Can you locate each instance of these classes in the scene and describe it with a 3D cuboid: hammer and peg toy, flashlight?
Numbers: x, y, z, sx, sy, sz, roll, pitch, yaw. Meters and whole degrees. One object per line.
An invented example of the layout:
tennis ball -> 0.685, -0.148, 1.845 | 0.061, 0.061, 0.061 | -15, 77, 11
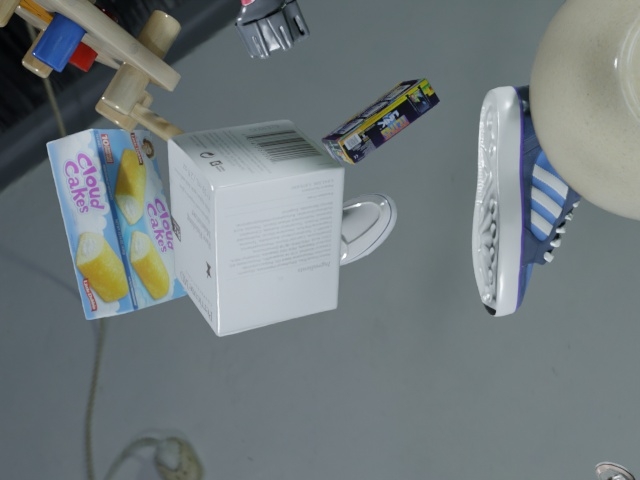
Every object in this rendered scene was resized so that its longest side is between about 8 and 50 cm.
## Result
hammer and peg toy -> -0.276, -0.244, 1.091 | 0.266, 0.361, 0.127 | 26, 84, 41
flashlight -> -0.129, -0.404, 1.330 | 0.103, 0.304, 0.103 | -39, 31, -26

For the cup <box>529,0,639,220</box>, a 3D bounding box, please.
cup -> 0.403, -0.179, 1.051 | 0.331, 0.237, 0.331 | 1, 94, 12

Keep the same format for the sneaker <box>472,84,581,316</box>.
sneaker -> 0.340, -0.057, 1.293 | 0.236, 0.130, 0.322 | -1, 98, -8

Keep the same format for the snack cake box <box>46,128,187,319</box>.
snack cake box -> -0.297, -0.028, 1.397 | 0.089, 0.152, 0.264 | -13, 91, 25

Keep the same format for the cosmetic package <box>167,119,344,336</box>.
cosmetic package -> -0.075, -0.018, 1.062 | 0.151, 0.183, 0.151 | -11, 31, -24

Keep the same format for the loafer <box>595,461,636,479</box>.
loafer -> 0.466, 0.383, 1.450 | 0.045, 0.125, 0.039 | -30, 34, 31

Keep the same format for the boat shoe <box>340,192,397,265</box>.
boat shoe -> 0.000, 0.000, 1.563 | 0.268, 0.088, 0.096 | -25, 78, 17

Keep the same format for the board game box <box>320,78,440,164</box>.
board game box -> 0.093, -0.190, 1.513 | 0.170, 0.141, 0.048 | -36, 101, -5
